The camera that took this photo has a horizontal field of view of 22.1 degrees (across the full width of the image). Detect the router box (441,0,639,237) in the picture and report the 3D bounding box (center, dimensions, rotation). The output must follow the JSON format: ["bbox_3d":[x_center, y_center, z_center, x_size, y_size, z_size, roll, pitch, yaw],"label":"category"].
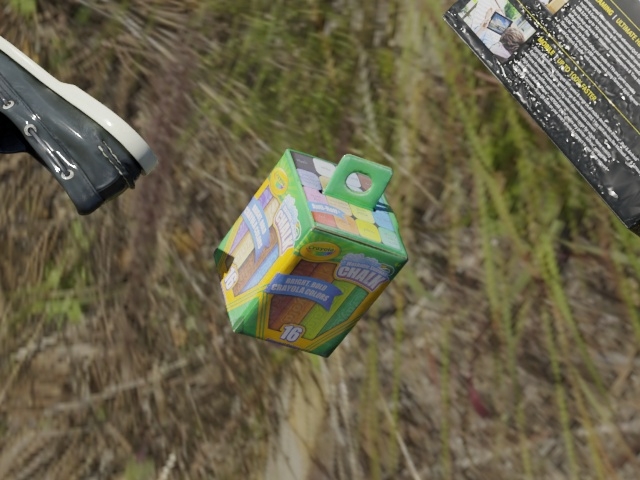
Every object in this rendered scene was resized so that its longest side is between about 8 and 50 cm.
[{"bbox_3d":[0.173,-0.108,0.925,0.133,0.046,0.179,-43,64,13],"label":"router box"}]

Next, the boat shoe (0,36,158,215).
[{"bbox_3d":[-0.324,-0.129,1.709,0.340,0.127,0.113,34,76,23],"label":"boat shoe"}]

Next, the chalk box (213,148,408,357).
[{"bbox_3d":[0.000,0.000,1.763,0.132,0.132,0.213,18,125,-30],"label":"chalk box"}]
